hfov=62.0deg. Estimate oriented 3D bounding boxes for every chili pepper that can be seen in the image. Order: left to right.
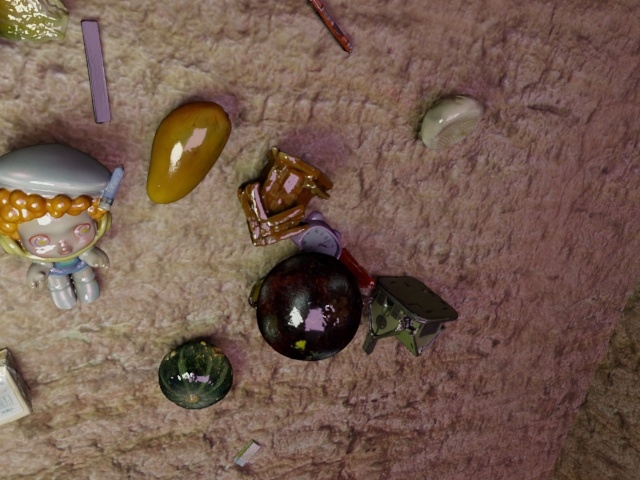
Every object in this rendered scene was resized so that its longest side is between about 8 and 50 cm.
[{"bbox_3d":[0.099,0.090,1.456,0.065,0.169,0.088,-15,117,-25],"label":"chili pepper"}]

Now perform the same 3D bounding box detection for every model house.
[{"bbox_3d":[-0.094,-0.081,1.250,0.220,0.199,0.229,26,94,-24],"label":"model house"},{"bbox_3d":[0.245,0.279,1.613,0.205,0.218,0.278,0,120,-39],"label":"model house"}]

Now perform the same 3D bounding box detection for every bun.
[{"bbox_3d":[0.344,-0.330,1.442,0.184,0.102,0.183,-24,157,-10],"label":"bun"}]

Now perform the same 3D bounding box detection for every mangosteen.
[{"bbox_3d":[-0.037,0.164,1.342,0.288,0.288,0.287,-13,119,-25],"label":"mangosteen"}]

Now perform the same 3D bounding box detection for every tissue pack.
[{"bbox_3d":[-0.735,0.336,1.123,0.196,0.092,0.148,-19,121,-21],"label":"tissue pack"}]

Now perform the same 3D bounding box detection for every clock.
[{"bbox_3d":[0.000,0.000,1.426,0.110,0.050,0.153,-48,128,-3],"label":"clock"}]

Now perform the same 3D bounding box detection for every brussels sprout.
[{"bbox_3d":[-0.518,-0.410,0.895,0.181,0.100,0.139,24,109,-38],"label":"brussels sprout"}]

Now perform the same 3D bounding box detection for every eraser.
[{"bbox_3d":[-0.224,0.648,1.623,0.083,0.019,0.038,-46,129,-4],"label":"eraser"}]

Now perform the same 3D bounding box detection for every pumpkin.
[{"bbox_3d":[-0.313,0.340,1.342,0.191,0.146,0.190,-11,144,-8],"label":"pumpkin"}]

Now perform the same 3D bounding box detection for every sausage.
[{"bbox_3d":[0.017,-0.501,1.212,0.198,0.025,0.028,43,73,-38],"label":"sausage"}]

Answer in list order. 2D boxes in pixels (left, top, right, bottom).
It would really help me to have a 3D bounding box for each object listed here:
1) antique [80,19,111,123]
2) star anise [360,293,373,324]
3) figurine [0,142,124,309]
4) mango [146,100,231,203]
[{"bbox_3d":[-0.435,-0.324,1.033,0.031,0.015,0.191,-12,119,-28],"label":"antique"},{"bbox_3d":[0.059,0.186,1.534,0.208,0.063,0.171,-8,128,-26],"label":"star anise"},{"bbox_3d":[-0.529,-0.020,1.039,0.225,0.205,0.381,-2,133,-34],"label":"figurine"},{"bbox_3d":[-0.291,-0.187,1.127,0.139,0.113,0.253,27,104,-41],"label":"mango"}]
